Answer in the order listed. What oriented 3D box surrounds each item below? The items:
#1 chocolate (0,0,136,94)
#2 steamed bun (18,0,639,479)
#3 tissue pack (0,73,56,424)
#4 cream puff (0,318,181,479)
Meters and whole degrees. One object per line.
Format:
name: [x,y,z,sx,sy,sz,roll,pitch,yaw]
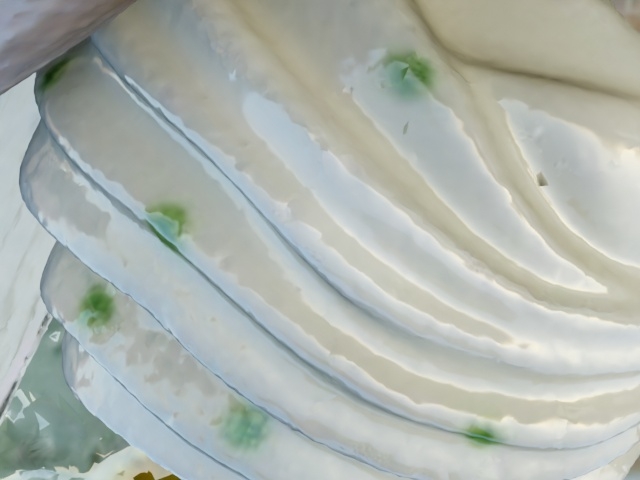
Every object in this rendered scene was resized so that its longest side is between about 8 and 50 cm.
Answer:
chocolate: [-0.056,-0.098,0.394,0.083,0.161,0.261,22,152,-28]
steamed bun: [0.000,0.000,0.467,0.183,0.183,0.106,-4,-168,38]
tissue pack: [-0.228,-0.089,0.695,0.344,0.242,0.125,32,-168,24]
cream puff: [-0.142,0.043,1.038,0.378,0.378,0.275,12,174,-11]
